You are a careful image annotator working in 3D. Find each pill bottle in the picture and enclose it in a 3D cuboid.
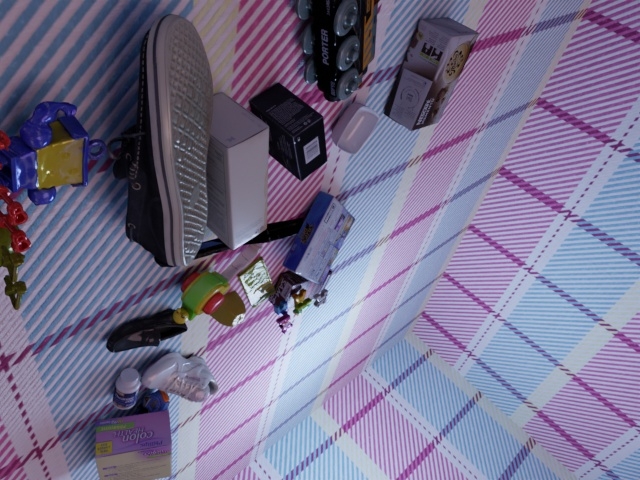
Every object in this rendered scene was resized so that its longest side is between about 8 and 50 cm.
[{"bbox_3d":[-0.552,0.421,1.504,0.067,0.067,0.120,-20,143,-46],"label":"pill bottle"}]

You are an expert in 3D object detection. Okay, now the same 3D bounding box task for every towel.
[{"bbox_3d":[-0.206,0.142,1.731,0.102,0.021,0.237,-41,154,-18],"label":"towel"}]

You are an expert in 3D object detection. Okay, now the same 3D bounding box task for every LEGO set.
[{"bbox_3d":[-0.080,0.242,1.822,0.227,0.087,0.093,-29,132,-35],"label":"LEGO set"}]

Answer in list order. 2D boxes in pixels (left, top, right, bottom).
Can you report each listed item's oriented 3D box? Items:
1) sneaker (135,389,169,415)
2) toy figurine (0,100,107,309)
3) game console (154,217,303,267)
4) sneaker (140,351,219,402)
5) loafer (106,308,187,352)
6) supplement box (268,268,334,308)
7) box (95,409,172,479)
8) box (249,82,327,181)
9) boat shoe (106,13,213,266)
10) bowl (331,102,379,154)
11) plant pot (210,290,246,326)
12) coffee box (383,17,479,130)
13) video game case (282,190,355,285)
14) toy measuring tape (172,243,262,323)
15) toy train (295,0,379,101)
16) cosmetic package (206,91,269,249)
[{"bbox_3d":[-0.560,0.561,1.702,0.087,0.083,0.221,0,126,-39],"label":"sneaker"},{"bbox_3d":[-0.431,-0.091,0.843,0.217,0.191,0.362,-31,151,-44],"label":"toy figurine"},{"bbox_3d":[-0.230,0.005,1.329,0.361,0.043,0.213,-18,-173,-35],"label":"game console"},{"bbox_3d":[-0.421,0.429,1.632,0.114,0.152,0.305,-50,154,8],"label":"sneaker"},{"bbox_3d":[-0.455,0.248,1.401,0.223,0.078,0.076,-18,141,-48],"label":"loafer"},{"bbox_3d":[-0.068,0.165,1.926,0.239,0.073,0.130,-14,138,-52],"label":"supplement box"},{"bbox_3d":[-0.576,0.651,1.639,0.214,0.117,0.243,-3,137,-19],"label":"box"},{"bbox_3d":[-0.071,-0.250,1.221,0.093,0.158,0.156,-40,154,-18],"label":"box"},{"bbox_3d":[-0.295,-0.157,0.961,0.186,0.156,0.500,-67,173,-47],"label":"boat shoe"},{"bbox_3d":[0.093,-0.326,1.510,0.142,0.053,0.142,-55,155,15],"label":"bowl"},{"bbox_3d":[-0.280,0.221,1.646,0.081,0.083,0.081,-19,142,-49],"label":"plant pot"},{"bbox_3d":[0.326,-0.493,1.572,0.168,0.119,0.297,-25,146,-43],"label":"coffee box"},{"bbox_3d":[0.000,0.000,1.746,0.269,0.061,0.244,-62,155,-5],"label":"video game case"},{"bbox_3d":[-0.278,0.101,1.450,0.330,0.121,0.121,-46,156,-24],"label":"toy measuring tape"},{"bbox_3d":[0.053,-0.464,1.161,0.190,0.142,0.334,-49,157,-22],"label":"toy train"},{"bbox_3d":[-0.204,-0.144,1.159,0.113,0.160,0.309,-35,153,-31],"label":"cosmetic package"}]
